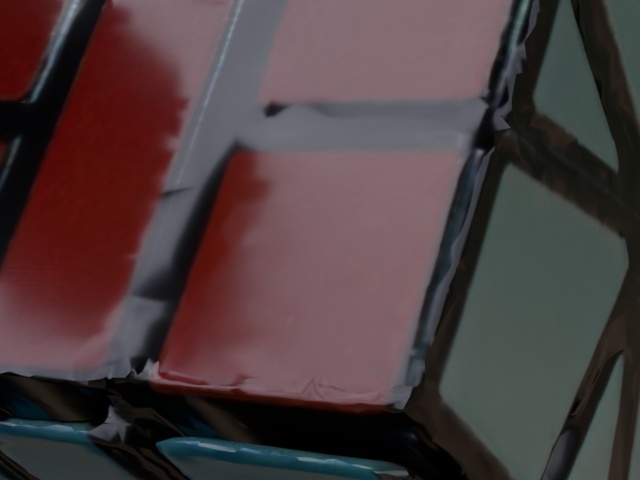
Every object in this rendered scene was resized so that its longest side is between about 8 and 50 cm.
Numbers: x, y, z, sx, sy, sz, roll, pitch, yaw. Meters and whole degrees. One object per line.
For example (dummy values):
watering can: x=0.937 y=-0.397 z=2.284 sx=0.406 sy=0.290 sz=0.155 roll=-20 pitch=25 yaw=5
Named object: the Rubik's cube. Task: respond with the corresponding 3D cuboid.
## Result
Rubik's cube: x=0.000 y=0.000 z=0.722 sx=0.283 sy=0.288 sz=0.293 roll=6 pitch=61 yaw=30
